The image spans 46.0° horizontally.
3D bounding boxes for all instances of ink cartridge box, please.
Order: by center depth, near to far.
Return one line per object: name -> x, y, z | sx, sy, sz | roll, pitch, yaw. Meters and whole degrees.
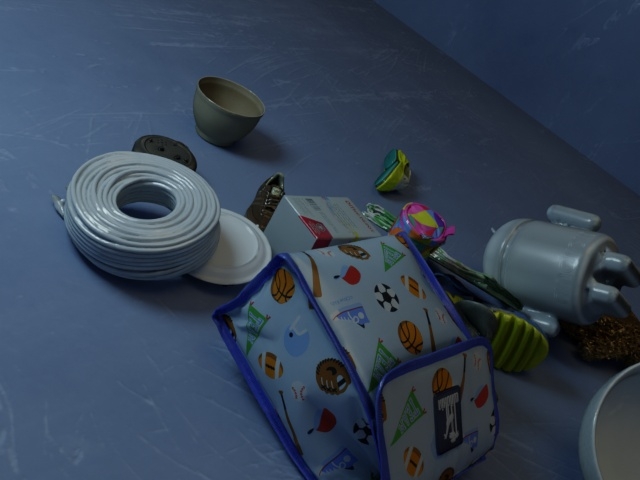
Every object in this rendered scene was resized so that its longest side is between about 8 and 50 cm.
ink cartridge box -> 0.000, 0.000, 1.454 | 0.176, 0.127, 0.128 | -1, 42, -42

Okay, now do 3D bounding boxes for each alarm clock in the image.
alarm clock -> -0.306, -0.165, 1.509 | 0.129, 0.064, 0.192 | 28, 27, -3

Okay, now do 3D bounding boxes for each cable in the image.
cable -> -0.293, -0.047, 1.260 | 0.257, 0.089, 0.257 | -12, 50, -31

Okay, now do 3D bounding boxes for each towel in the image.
towel -> 0.259, 0.034, 1.587 | 0.325, 0.038, 0.248 | 33, 2, 33

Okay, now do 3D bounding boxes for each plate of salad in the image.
plate of salad -> -0.186, 0.012, 1.348 | 0.200, 0.048, 0.199 | 15, 39, -12

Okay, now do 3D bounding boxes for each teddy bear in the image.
teddy bear -> 0.654, 0.210, 1.755 | 0.338, 0.113, 0.245 | 20, 23, -3

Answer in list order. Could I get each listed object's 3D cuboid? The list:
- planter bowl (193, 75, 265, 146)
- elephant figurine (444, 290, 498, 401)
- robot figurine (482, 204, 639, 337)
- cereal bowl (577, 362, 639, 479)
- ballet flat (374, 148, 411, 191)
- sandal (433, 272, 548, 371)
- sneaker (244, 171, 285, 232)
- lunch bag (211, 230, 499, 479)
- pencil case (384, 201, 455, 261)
planter bowl -> -0.220, -0.282, 1.708 | 0.162, 0.109, 0.162 | 22, 32, -14
elephant figurine -> 0.235, 0.172, 1.339 | 0.239, 0.169, 0.186 | 34, 10, 22
robot figurine -> 0.505, 0.062, 1.648 | 0.353, 0.299, 0.200 | 15, -18, 43
cereal bowl -> 0.602, 0.383, 1.319 | 0.339, 0.141, 0.338 | 4, 67, -9
ballet flat -> 0.196, -0.171, 1.948 | 0.077, 0.077, 0.231 | 44, 26, -10
sandal -> 0.315, 0.151, 1.515 | 0.317, 0.126, 0.138 | 28, 26, -7
sneaker -> -0.109, -0.077, 1.533 | 0.066, 0.071, 0.188 | 23, 30, -13
lunch bag -> 0.085, 0.197, 1.143 | 0.328, 0.239, 0.385 | -9, 63, -48
pencil case -> 0.149, 0.038, 1.420 | 0.104, 0.236, 0.104 | 19, 41, -17
